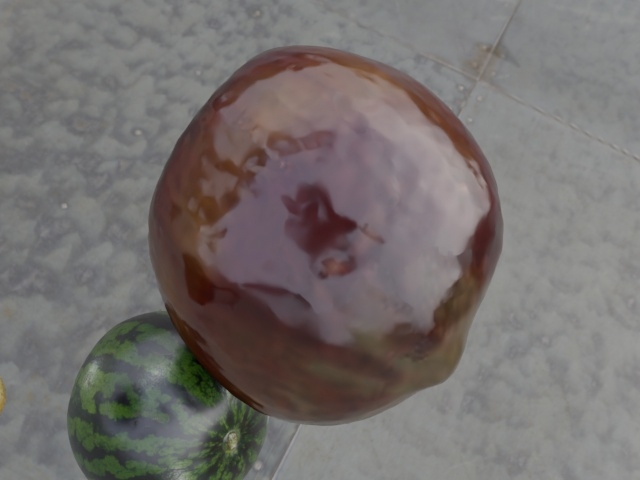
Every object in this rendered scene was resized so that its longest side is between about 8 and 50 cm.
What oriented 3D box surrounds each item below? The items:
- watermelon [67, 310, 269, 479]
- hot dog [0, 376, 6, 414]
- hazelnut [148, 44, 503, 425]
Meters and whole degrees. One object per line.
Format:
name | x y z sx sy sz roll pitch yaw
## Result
watermelon | -0.215 0.247 0.885 0.285 0.285 0.285 7 56 -10
hot dog | -0.420 0.153 0.569 0.256 0.153 0.150 21 29 18
hazelnut | 0.000 0.000 0.692 0.352 0.420 0.421 21 44 -46
